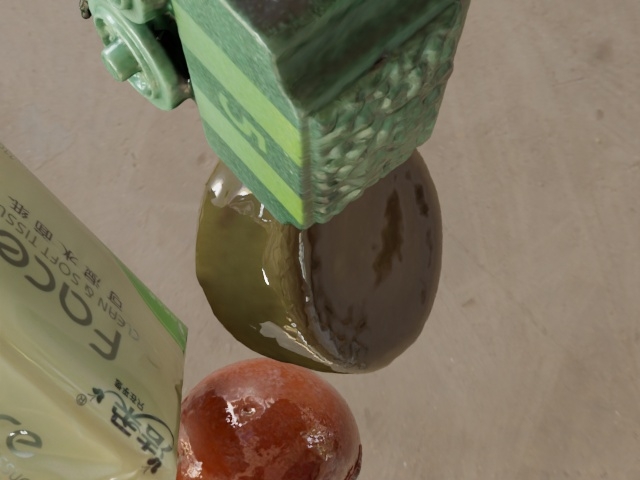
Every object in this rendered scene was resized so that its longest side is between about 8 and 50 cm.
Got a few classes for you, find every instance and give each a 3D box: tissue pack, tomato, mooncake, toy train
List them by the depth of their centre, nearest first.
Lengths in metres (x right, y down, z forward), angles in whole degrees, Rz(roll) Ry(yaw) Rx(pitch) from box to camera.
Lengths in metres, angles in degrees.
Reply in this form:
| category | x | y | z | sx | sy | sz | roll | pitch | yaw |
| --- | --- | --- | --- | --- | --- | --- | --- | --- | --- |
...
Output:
| category | x | y | z | sx | sy | sz | roll | pitch | yaw |
| --- | --- | --- | --- | --- | --- | --- | --- | --- | --- |
| toy train | -0.037 | -0.138 | 0.590 | 0.167 | 0.299 | 0.238 | -40 | 75 | -11 |
| tissue pack | -0.335 | 0.086 | 1.008 | 0.205 | 0.332 | 0.405 | -37 | 114 | 15 |
| mooncake | 0.000 | 0.000 | 1.060 | 0.155 | 0.284 | 0.284 | 5 | 103 | 43 |
| tomato | -0.082 | 0.276 | 1.274 | 0.265 | 0.265 | 0.265 | 0 | 99 | -1 |
